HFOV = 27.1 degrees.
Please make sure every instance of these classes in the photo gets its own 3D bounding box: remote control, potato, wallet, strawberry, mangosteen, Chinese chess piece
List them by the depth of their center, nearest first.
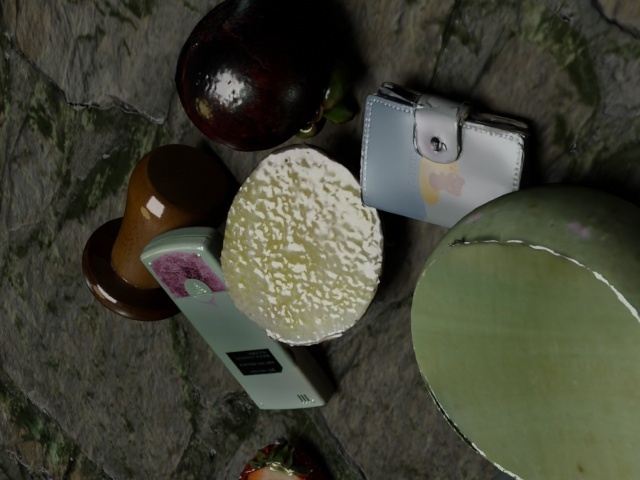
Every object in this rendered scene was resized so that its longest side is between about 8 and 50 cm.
[{"bbox_3d":[0.266,0.108,1.437,0.349,0.146,0.349,22,129,31],"label":"Chinese chess piece"},{"bbox_3d":[0.150,-0.092,1.567,0.231,0.069,0.170,18,122,33],"label":"wallet"},{"bbox_3d":[-0.072,-0.205,1.677,0.216,0.216,0.216,31,134,38],"label":"mangosteen"},{"bbox_3d":[0.000,0.000,1.785,0.239,0.116,0.299,36,126,21],"label":"potato"},{"bbox_3d":[-0.121,0.120,1.952,0.145,0.050,0.344,-9,127,40],"label":"remote control"},{"bbox_3d":[-0.053,0.393,2.135,0.146,0.082,0.187,17,133,16],"label":"strawberry"}]

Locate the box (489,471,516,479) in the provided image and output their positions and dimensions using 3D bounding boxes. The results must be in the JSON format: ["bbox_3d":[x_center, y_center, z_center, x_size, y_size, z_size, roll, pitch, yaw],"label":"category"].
[{"bbox_3d":[0.162,0.444,1.639,0.190,0.370,0.112,54,145,16],"label":"box"}]

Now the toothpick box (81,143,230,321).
[{"bbox_3d":[-0.250,-0.007,2.049,0.192,0.192,0.294,51,137,17],"label":"toothpick box"}]

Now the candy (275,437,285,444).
[{"bbox_3d":[-0.096,0.484,2.251,0.124,0.124,0.365,32,124,37],"label":"candy"}]
